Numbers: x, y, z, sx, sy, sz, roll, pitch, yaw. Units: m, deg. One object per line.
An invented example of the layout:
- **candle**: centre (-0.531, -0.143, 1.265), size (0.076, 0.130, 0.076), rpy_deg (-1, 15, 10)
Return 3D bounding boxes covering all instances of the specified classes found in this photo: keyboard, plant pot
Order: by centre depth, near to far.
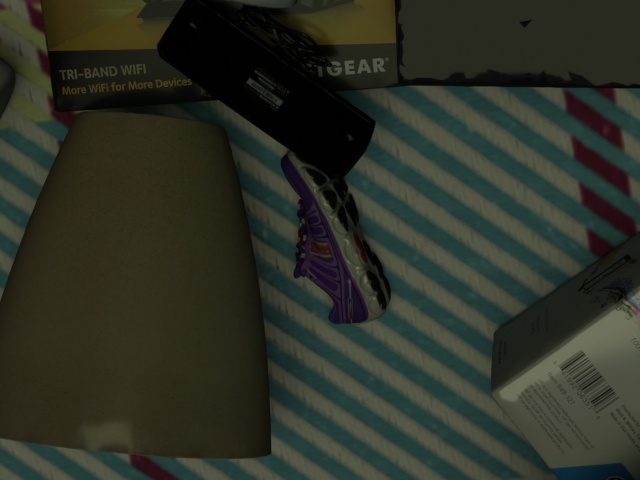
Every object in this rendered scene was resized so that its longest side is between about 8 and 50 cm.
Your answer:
- **keyboard**: centre (-0.034, -0.138, 1.537), size (0.192, 0.038, 0.100), rpy_deg (35, 129, -5)
- **plant pot**: centre (-0.155, 0.034, 1.581), size (0.257, 0.256, 0.274), rpy_deg (6, 89, 5)

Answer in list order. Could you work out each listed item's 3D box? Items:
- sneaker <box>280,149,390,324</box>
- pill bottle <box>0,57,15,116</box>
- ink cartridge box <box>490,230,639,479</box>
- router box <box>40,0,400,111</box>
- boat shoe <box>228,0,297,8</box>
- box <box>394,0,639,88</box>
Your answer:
- **sneaker**: centre (0.000, 0.000, 1.629), size (0.071, 0.068, 0.170), rpy_deg (-19, 102, 17)
- **pill bottle**: centre (-0.417, -0.157, 1.588), size (0.283, 0.160, 0.160), rpy_deg (34, 105, -2)
- **ink cartridge box**: centre (0.285, 0.100, 1.566), size (0.233, 0.168, 0.171), rpy_deg (-36, 98, 14)
- **router box**: centre (-0.082, -0.242, 1.568), size (0.309, 0.081, 0.243), rpy_deg (-4, 103, 8)
- **boat shoe**: centre (-0.154, -0.292, 1.457), size (0.335, 0.121, 0.119), rpy_deg (27, 109, 2)
- **box**: centre (0.158, -0.187, 1.460), size (0.184, 0.261, 0.103), rpy_deg (-1, 104, 7)
